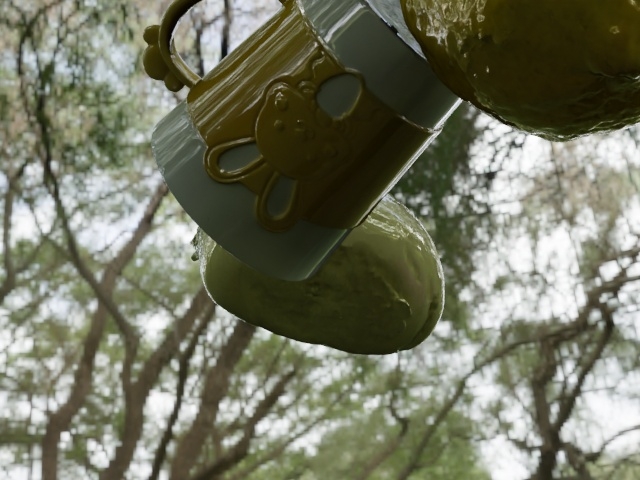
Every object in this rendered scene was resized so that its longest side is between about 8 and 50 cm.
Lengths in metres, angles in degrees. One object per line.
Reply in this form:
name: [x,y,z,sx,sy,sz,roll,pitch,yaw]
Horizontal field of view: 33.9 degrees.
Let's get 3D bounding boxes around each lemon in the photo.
lemon: [0.155,-0.168,0.671,0.204,0.260,0.204,-4,-59,-7]

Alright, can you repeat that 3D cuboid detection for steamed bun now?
steamed bun: [0.000,0.000,1.127,0.273,0.232,0.166,16,-71,-5]

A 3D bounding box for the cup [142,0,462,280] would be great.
cup: [-0.024,-0.118,0.844,0.241,0.185,0.226,44,-67,-8]
